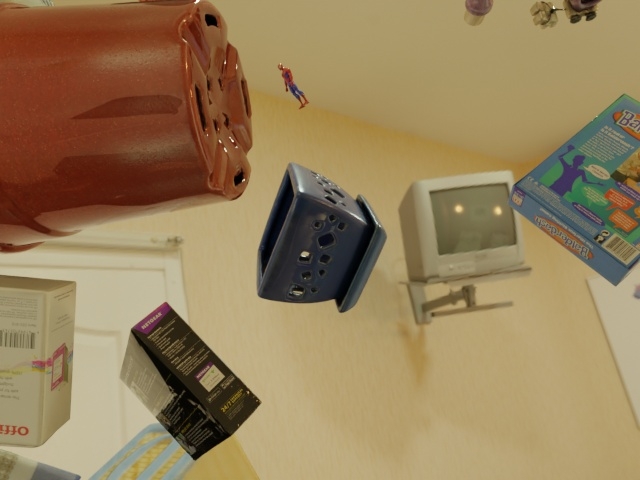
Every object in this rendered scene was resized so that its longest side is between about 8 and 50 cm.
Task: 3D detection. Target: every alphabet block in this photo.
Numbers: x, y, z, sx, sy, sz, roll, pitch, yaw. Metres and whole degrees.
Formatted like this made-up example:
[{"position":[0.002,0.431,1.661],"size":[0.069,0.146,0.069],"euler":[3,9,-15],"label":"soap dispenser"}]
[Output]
[{"position":[-0.197,0.382,0.705],"size":[0.193,0.197,0.192],"euler":[-17,13,37],"label":"alphabet block"}]

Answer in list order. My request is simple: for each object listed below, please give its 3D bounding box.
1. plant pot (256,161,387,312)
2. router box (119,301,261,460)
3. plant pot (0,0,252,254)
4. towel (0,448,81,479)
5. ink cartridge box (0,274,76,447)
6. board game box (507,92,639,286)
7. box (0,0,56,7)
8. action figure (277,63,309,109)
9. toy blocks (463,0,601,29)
[{"position":[0.000,0.000,1.083],"size":[0.212,0.236,0.236],"euler":[18,-70,-14],"label":"plant pot"},{"position":[-0.144,0.154,0.541],"size":[0.046,0.133,0.179],"euler":[-42,-5,-36],"label":"router box"},{"position":[-0.224,-0.130,0.555],"size":[0.265,0.273,0.272],"euler":[-4,-18,8],"label":"plant pot"},{"position":[-0.422,0.309,0.538],"size":[0.285,0.209,0.034],"euler":[32,-48,-27],"label":"towel"},{"position":[-0.249,0.092,0.410],"size":[0.088,0.123,0.052],"euler":[5,4,-1],"label":"ink cartridge box"},{"position":[0.364,-0.069,0.633],"size":[0.210,0.160,0.047],"euler":[-37,-29,-12],"label":"board game box"},{"position":[-0.497,-0.364,0.783],"size":[0.113,0.094,0.275],"euler":[1,-13,4],"label":"box"},{"position":[-0.070,-0.374,1.257],"size":[0.030,0.115,0.038],"euler":[-31,4,-27],"label":"action figure"},{"position":[0.387,-0.590,0.954],"size":[0.288,0.309,0.260],"euler":[-11,-12,1],"label":"toy blocks"}]
